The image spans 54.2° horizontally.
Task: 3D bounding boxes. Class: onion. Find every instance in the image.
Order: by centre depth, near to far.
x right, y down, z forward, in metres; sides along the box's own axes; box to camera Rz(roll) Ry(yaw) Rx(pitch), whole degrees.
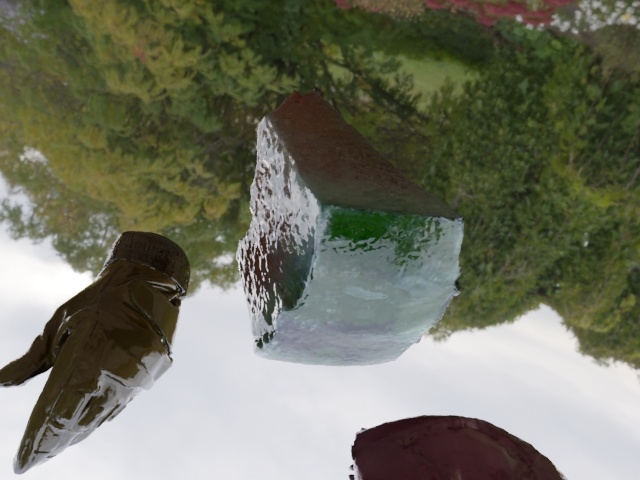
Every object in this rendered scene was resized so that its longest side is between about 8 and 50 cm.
[{"bbox_3d":[0.094,0.225,0.408,0.201,0.207,0.200,11,159,4],"label":"onion"}]

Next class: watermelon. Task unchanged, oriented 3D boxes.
[{"bbox_3d":[-0.008,0.008,0.721,0.151,0.264,0.302,-19,-126,-34],"label":"watermelon"}]

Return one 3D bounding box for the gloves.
[{"bbox_3d":[-0.267,0.134,0.774,0.141,0.331,0.154,4,141,21],"label":"gloves"}]
